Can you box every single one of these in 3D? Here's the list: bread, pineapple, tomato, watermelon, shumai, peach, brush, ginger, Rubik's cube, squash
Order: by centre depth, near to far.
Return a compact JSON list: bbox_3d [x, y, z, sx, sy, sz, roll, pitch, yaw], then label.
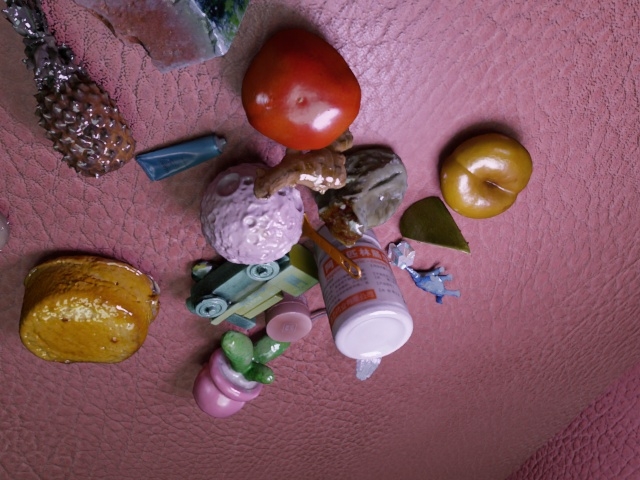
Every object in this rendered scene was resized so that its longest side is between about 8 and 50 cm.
[{"bbox_3d":[-0.290,-0.454,0.874,0.302,0.151,0.264,-33,130,15],"label":"watermelon"},{"bbox_3d":[-0.514,-0.303,0.960,0.175,0.175,0.361,-17,122,2],"label":"pineapple"},{"bbox_3d":[-0.042,-0.310,1.017,0.259,0.180,0.260,1,110,2],"label":"tomato"},{"bbox_3d":[-0.029,-0.171,1.111,0.333,0.081,0.148,-27,98,-33],"label":"ginger"},{"bbox_3d":[0.123,-0.100,1.236,0.260,0.222,0.225,-27,128,5],"label":"shumai"},{"bbox_3d":[0.000,0.000,1.253,0.017,0.314,0.090,-25,142,-33],"label":"brush"},{"bbox_3d":[0.444,-0.175,1.291,0.251,0.153,0.251,-11,131,-13],"label":"peach"},{"bbox_3d":[-0.641,0.208,1.336,0.358,0.204,0.337,4,134,-18],"label":"bread"},{"bbox_3d":[0.305,0.003,1.340,0.093,0.252,0.169,13,126,-21],"label":"squash"},{"bbox_3d":[0.246,0.042,1.478,0.073,0.075,0.084,-19,119,-18],"label":"Rubik's cube"}]

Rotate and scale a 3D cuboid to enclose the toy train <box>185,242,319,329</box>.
[{"bbox_3d":[-0.202,0.119,1.395,0.397,0.160,0.253,-35,138,19],"label":"toy train"}]

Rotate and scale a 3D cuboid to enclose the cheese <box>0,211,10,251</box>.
[{"bbox_3d":[-0.868,-0.038,1.143,0.175,0.091,0.202,-35,127,18],"label":"cheese"}]

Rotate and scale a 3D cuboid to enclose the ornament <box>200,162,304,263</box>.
[{"bbox_3d":[-0.169,-0.069,1.165,0.259,0.259,0.225,-25,141,9],"label":"ornament"}]

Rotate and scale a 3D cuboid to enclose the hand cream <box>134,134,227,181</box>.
[{"bbox_3d":[-0.333,-0.207,1.156,0.224,0.048,0.083,-18,135,9],"label":"hand cream"}]

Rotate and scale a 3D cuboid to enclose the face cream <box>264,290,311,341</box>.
[{"bbox_3d":[-0.108,0.246,1.554,0.149,0.104,0.149,-6,132,-7],"label":"face cream"}]

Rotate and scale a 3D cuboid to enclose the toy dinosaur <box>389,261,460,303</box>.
[{"bbox_3d":[0.375,0.137,1.588,0.144,0.076,0.329,-13,143,44],"label":"toy dinosaur"}]

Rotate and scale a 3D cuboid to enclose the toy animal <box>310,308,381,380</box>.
[{"bbox_3d":[0.117,0.273,1.650,0.284,0.225,0.302,42,99,-15],"label":"toy animal"}]

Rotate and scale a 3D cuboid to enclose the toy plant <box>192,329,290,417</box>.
[{"bbox_3d":[-0.284,0.433,1.588,0.356,0.211,0.317,-43,150,24],"label":"toy plant"}]

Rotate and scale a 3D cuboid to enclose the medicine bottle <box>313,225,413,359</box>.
[{"bbox_3d":[0.104,0.121,1.317,0.211,0.371,0.211,-7,133,-8],"label":"medicine bottle"}]
